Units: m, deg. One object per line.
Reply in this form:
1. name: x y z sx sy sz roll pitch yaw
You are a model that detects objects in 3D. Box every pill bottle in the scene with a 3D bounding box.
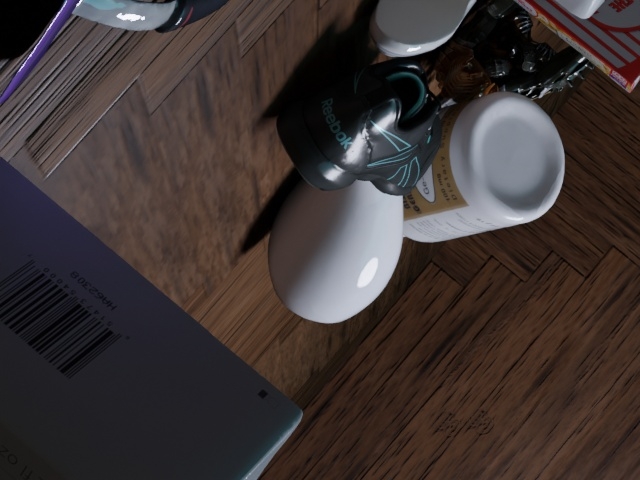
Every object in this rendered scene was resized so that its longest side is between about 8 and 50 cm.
1. pill bottle: 0.126 -0.066 1.911 0.131 0.131 0.229 -46 -162 -30

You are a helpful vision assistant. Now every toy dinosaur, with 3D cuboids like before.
1. toy dinosaur: 0.198 -0.185 1.978 0.218 0.164 0.322 -36 -161 19

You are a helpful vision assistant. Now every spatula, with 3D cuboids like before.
1. spatula: -0.094 -0.120 0.982 0.084 0.030 0.296 -52 173 20

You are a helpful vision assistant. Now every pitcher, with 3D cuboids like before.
1. pitcher: 0.033 -0.038 1.830 0.178 0.125 0.207 -56 169 -57

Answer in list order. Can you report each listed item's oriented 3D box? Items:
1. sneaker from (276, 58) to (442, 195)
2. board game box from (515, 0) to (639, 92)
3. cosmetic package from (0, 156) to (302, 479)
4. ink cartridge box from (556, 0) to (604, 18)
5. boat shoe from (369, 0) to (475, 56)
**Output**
1. sneaker: 0.063 -0.097 1.602 0.106 0.101 0.267 -33 174 22
2. board game box: 0.261 -0.256 1.772 0.146 0.193 0.045 -51 173 -2
3. cosmetic package: -0.171 0.111 0.916 0.138 0.224 0.224 -42 168 -51
4. ink cartridge box: 0.251 -0.375 1.257 0.279 0.160 0.384 -46 172 -31
5. boat shoe: 0.083 -0.188 1.593 0.063 0.066 0.184 -57 180 36
